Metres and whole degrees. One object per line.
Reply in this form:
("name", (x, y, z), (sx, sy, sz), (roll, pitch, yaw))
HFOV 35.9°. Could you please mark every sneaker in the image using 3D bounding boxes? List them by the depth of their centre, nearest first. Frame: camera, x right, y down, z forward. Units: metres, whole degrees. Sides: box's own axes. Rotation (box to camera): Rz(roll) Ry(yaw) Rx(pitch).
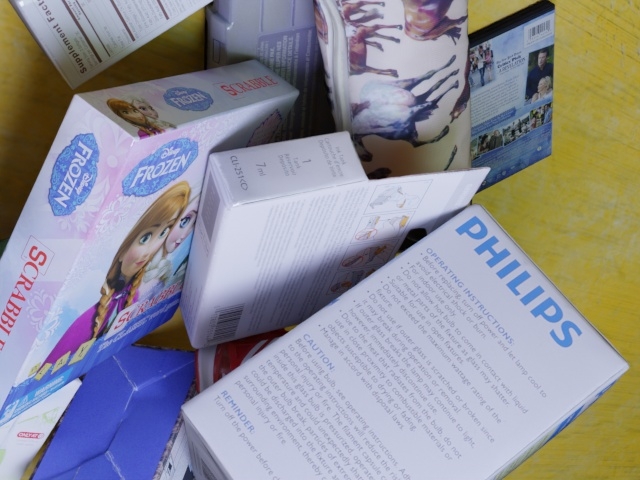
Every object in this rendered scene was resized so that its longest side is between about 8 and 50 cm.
("sneaker", (-0.067, 0.118, 1.181), (0.128, 0.221, 0.087), (4, 119, 7))

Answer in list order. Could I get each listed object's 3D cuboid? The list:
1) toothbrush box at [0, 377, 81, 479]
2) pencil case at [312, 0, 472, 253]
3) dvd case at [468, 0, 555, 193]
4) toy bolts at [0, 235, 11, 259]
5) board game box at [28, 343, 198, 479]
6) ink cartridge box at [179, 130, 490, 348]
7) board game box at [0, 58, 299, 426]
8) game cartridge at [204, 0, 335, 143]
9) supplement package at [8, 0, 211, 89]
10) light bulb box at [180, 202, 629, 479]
("toothbrush box", (-0.430, 0.211, 1.071), (0.206, 0.122, 0.283), (21, 108, -45))
("pencil case", (0.071, -0.163, 1.026), (0.183, 0.160, 0.410), (-43, 143, -30))
("dvd case", (0.237, -0.179, 1.324), (0.180, 0.022, 0.253), (-27, 136, -16))
("toy bolts", (-0.327, 0.033, 0.943), (0.158, 0.218, 0.228), (-43, 147, 21))
("board game box", (-0.217, 0.308, 1.207), (0.141, 0.232, 0.291), (6, 131, 12))
("ink cartridge box", (0.000, 0.000, 1.016), (0.261, 0.066, 0.296), (-10, 153, -20))
("board game box", (-0.176, -0.009, 0.932), (0.318, 0.066, 0.319), (-58, 170, 25))
("game cartridge", (-0.023, -0.161, 1.119), (0.230, 0.068, 0.355), (-13, 131, -24))
("supplement package", (-0.189, -0.242, 0.889), (0.179, 0.105, 0.105), (-34, 138, -8))
("light bulb box", (0.070, 0.203, 1.045), (0.361, 0.225, 0.358), (-34, 162, -19))
